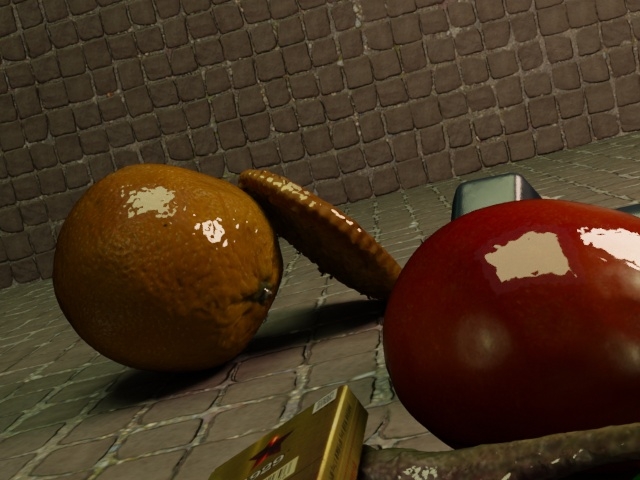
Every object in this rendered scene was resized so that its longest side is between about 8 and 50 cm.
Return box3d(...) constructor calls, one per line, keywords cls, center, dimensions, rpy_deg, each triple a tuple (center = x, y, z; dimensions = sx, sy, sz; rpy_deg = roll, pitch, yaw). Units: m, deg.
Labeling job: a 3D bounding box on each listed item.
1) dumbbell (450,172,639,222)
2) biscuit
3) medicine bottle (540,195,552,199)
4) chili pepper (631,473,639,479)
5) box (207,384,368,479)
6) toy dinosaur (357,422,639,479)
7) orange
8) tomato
box3d(cls="dumbbell", center=(0.272, -0.003, 0.675), dimensions=(0.324, 0.144, 0.160), rpy_deg=(-11, 43, 23))
box3d(cls="biscuit", center=(0.000, 0.000, 0.999), dimensions=(0.035, 0.254, 0.254), rpy_deg=(-53, 18, -12))
box3d(cls="medicine bottle", center=(0.301, -0.027, 1.189), dimensions=(0.091, 0.058, 0.058), rpy_deg=(-20, 9, -39))
box3d(cls="chili pepper", center=(0.235, 0.096, 0.311), dimensions=(0.253, 0.083, 0.099), rpy_deg=(-13, -5, -10))
box3d(cls="box", center=(-0.025, 0.118, 0.359), dimensions=(0.090, 0.023, 0.133), rpy_deg=(-34, 6, 12))
box3d(cls="toy dinosaur", center=(0.052, 0.123, 0.354), dimensions=(0.251, 0.072, 0.200), rpy_deg=(-22, -3, 3))
box3d(cls="orange", center=(-0.168, 0.031, 0.934), dimensions=(0.264, 0.264, 0.264), rpy_deg=(-14, 7, 2))
box3d(cls="tomato", center=(0.127, 0.053, 0.450), dimensions=(0.195, 0.136, 0.195), rpy_deg=(7, -19, 2))
